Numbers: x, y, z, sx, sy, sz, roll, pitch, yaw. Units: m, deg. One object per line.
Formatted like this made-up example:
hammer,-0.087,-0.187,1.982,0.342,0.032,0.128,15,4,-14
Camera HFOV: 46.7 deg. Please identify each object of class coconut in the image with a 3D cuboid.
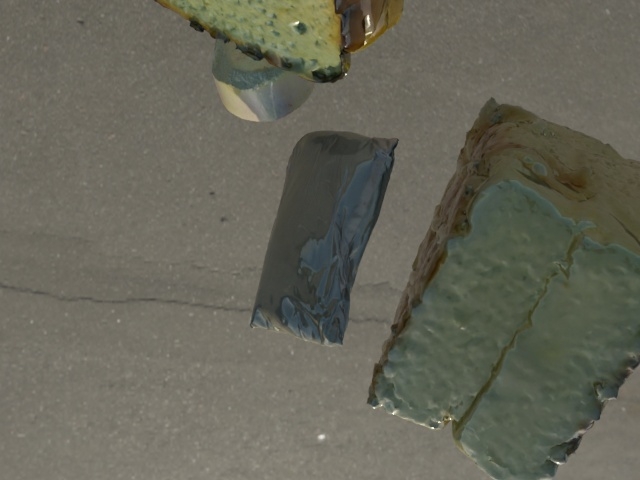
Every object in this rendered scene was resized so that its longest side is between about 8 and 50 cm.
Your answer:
coconut,-0.065,-0.197,0.849,0.116,0.116,0.122,-12,157,1

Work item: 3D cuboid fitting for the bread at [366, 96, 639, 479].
bread,0.264,0.049,0.971,0.279,0.390,0.371,24,120,5

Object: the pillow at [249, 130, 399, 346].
pillow,0.000,0.000,0.880,0.067,0.173,0.270,9,97,-43

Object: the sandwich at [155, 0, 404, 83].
sandwich,-0.044,-0.183,0.358,0.186,0.065,0.214,29,161,16
